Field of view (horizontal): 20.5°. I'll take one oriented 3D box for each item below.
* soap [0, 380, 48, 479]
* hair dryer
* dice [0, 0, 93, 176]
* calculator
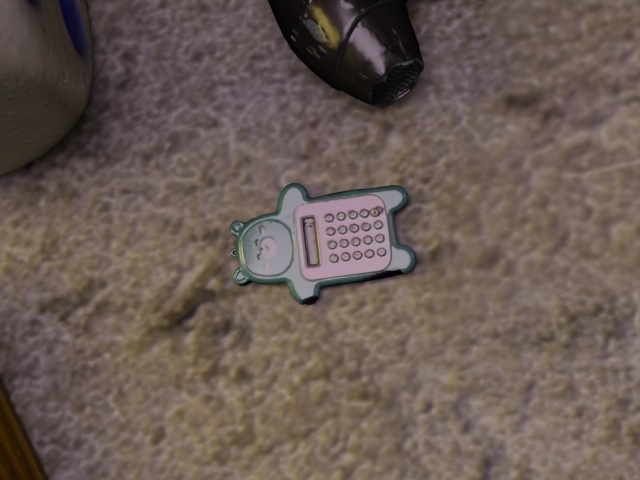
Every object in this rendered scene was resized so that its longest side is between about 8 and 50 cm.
[{"bbox_3d":[-0.278,0.122,1.295,0.073,0.140,0.232,-28,77,2],"label":"soap"},{"bbox_3d":[0.070,-0.245,1.362,0.272,0.091,0.235,-31,67,-11],"label":"hair dryer"},{"bbox_3d":[-0.333,-0.204,1.278,0.277,0.304,0.304,-18,78,6],"label":"dice"},{"bbox_3d":[0.000,0.000,1.340,0.141,0.019,0.094,-9,81,6],"label":"calculator"}]
